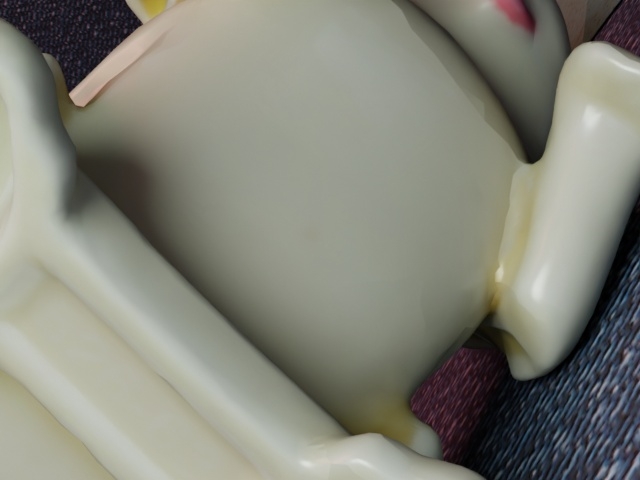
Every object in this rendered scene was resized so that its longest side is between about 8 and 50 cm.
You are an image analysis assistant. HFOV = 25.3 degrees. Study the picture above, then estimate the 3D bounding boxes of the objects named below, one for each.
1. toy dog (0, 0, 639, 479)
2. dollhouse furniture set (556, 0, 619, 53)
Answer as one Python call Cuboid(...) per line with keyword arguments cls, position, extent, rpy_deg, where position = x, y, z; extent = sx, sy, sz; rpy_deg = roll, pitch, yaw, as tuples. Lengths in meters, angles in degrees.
Cuboid(cls="toy dog", position=(-0.013, -0.004, 0.657), extent=(0.395, 0.284, 0.408), rpy_deg=(-53, -2, 43))
Cuboid(cls="dollhouse furniture set", position=(0.087, -0.336, 1.086), extent=(0.256, 0.394, 0.362), rpy_deg=(-57, 2, 44))
